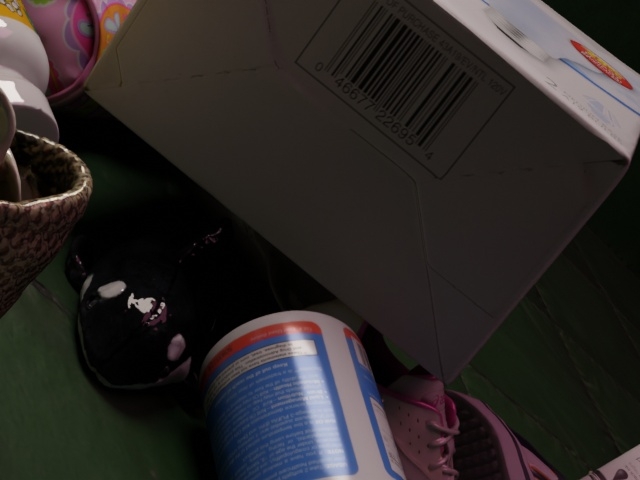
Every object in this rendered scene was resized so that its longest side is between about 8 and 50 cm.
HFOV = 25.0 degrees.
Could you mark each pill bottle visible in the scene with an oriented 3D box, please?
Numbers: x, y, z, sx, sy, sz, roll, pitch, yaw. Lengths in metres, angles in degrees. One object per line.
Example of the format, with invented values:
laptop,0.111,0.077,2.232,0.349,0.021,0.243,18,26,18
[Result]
pill bottle,-0.254,-0.134,0.978,0.117,0.117,0.208,28,27,-55
pill bottle,-0.005,0.166,0.964,0.124,0.124,0.222,37,25,-40

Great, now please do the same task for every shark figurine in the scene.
shark figurine,0.012,0.025,1.282,0.278,0.116,0.166,61,5,-56

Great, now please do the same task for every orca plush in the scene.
orca plush,-0.089,0.032,1.087,0.151,0.102,0.287,54,15,11

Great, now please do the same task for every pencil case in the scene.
pencil case,-0.185,-0.167,1.259,0.124,0.124,0.284,53,15,7

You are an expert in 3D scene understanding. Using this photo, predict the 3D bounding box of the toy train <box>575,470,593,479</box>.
toy train,0.313,0.330,1.565,0.143,0.105,0.248,64,17,9

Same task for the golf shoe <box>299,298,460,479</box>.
golf shoe,0.063,0.179,1.110,0.306,0.140,0.115,54,15,1

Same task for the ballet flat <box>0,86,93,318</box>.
ballet flat,-0.299,-0.117,0.686,0.483,0.182,0.164,38,17,-39

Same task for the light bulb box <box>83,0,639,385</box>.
light bulb box,0.063,-0.124,1.177,0.358,0.225,0.361,39,21,2

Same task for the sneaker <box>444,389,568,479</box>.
sneaker,0.177,0.255,1.224,0.127,0.126,0.321,24,19,-34

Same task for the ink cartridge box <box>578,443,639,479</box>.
ink cartridge box,0.272,0.298,1.354,0.203,0.086,0.148,-21,67,-40
